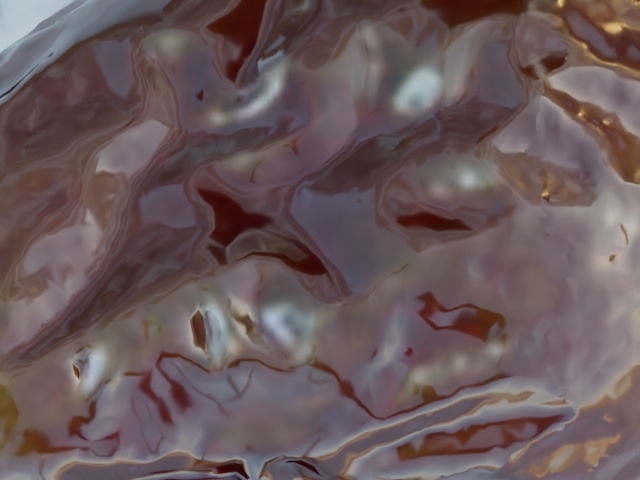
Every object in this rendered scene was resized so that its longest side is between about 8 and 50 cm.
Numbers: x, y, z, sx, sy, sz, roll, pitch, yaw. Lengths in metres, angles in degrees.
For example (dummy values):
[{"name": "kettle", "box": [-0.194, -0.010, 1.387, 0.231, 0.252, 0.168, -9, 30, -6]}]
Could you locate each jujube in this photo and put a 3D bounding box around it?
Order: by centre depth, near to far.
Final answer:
[{"name": "jujube", "box": [0.000, 0.000, 0.503, 0.255, 0.190, 0.190, -19, 83, -19]}]
